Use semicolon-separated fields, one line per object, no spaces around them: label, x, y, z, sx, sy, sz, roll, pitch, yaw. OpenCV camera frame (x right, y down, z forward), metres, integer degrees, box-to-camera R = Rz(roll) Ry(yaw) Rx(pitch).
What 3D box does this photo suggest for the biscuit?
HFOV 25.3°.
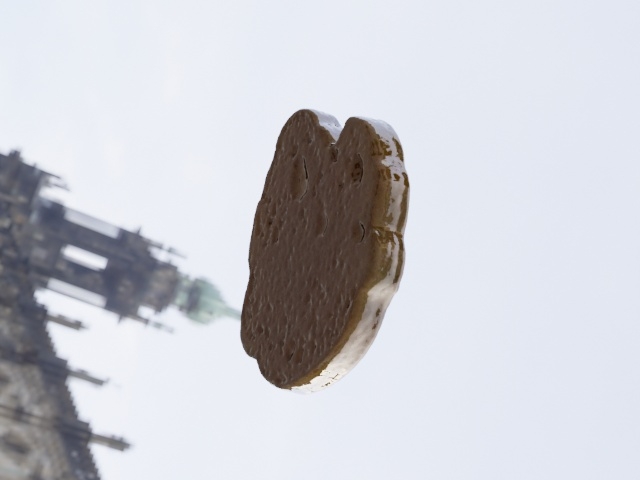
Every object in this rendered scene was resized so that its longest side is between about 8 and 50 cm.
biscuit;0.000;0.000;1.819;0.359;0.074;0.381;-36;-134;47
